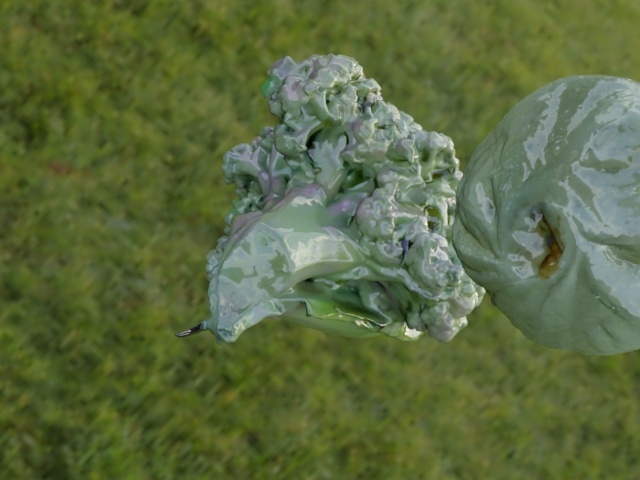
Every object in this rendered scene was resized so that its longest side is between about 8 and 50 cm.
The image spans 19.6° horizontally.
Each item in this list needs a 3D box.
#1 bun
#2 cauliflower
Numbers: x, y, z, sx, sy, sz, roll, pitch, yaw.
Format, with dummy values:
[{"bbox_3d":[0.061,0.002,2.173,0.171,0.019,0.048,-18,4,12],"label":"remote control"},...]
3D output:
[{"bbox_3d":[0.180,-0.015,1.256,0.195,0.195,0.118,53,31,14],"label":"bun"},{"bbox_3d":[0.000,0.000,1.448,0.256,0.239,0.315,41,34,15],"label":"cauliflower"}]
